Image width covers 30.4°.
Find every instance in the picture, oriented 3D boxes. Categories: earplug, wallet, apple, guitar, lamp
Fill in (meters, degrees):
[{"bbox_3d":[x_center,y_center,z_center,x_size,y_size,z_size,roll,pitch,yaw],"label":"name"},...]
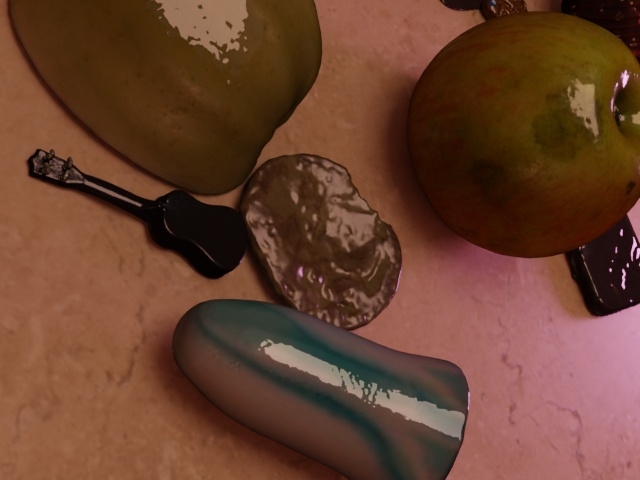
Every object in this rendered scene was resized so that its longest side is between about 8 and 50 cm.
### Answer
[{"bbox_3d":[-0.015,0.160,1.308,0.324,0.185,0.185,27,56,-22],"label":"earplug"},{"bbox_3d":[0.426,-0.039,1.839,0.165,0.042,0.309,-11,78,-43],"label":"wallet"},{"bbox_3d":[-0.159,-0.258,1.424,0.320,0.311,0.360,-43,101,3],"label":"apple"},{"bbox_3d":[0.292,-0.149,1.601,0.339,0.339,0.339,17,61,-33],"label":"apple"},{"bbox_3d":[-0.201,-0.040,1.326,0.271,0.038,0.084,26,55,-28],"label":"guitar"},{"bbox_3d":[0.515,-0.401,1.943,0.247,0.247,0.247,17,61,-33],"label":"lamp"}]

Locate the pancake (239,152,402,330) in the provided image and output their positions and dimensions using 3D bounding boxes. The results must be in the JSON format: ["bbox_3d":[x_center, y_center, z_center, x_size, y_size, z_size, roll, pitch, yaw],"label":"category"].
[{"bbox_3d":[-0.001,0.000,1.471,0.236,0.042,0.222,35,57,-19],"label":"pancake"}]

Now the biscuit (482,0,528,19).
[{"bbox_3d":[0.328,-0.333,1.893,0.175,0.026,0.124,42,51,-20],"label":"biscuit"}]

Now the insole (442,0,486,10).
[{"bbox_3d":[0.275,-0.449,1.919,0.328,0.007,0.111,-40,100,-42],"label":"insole"}]
